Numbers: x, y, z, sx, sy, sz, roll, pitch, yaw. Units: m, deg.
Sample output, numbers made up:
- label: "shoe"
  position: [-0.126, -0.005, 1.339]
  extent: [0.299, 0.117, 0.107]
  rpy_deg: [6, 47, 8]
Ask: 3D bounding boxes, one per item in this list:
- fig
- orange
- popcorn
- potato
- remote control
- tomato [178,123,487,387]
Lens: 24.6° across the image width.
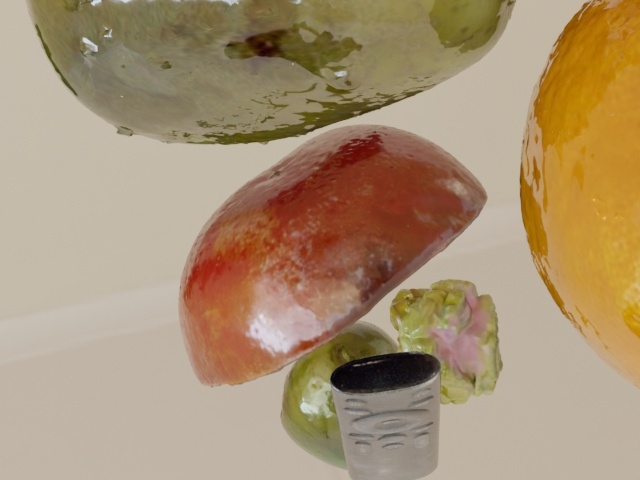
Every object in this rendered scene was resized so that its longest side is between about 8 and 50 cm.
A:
- label: "fig"
  position: [0.038, 0.200, 1.841]
  extent: [0.181, 0.191, 0.181]
  rpy_deg: [-35, -173, 5]
- label: "orange"
  position: [0.266, -0.040, 0.860]
  extent: [0.312, 0.312, 0.312]
  rpy_deg: [-2, -144, 2]
- label: "popcorn"
  position: [0.143, 0.116, 1.657]
  extent: [0.126, 0.145, 0.126]
  rpy_deg: [0, -132, 42]
- label: "potato"
  position: [-0.039, -0.192, 0.978]
  extent: [0.359, 0.270, 0.219]
  rpy_deg: [-7, -130, 43]
- label: "remote control"
  position: [0.073, 0.195, 1.537]
  extent: [0.107, 0.377, 0.044]
  rpy_deg: [-12, -112, -1]
- label: "tomato"
  position: [-0.009, -0.008, 1.403]
  extent: [0.338, 0.144, 0.338]
  rpy_deg: [-35, -170, 7]
